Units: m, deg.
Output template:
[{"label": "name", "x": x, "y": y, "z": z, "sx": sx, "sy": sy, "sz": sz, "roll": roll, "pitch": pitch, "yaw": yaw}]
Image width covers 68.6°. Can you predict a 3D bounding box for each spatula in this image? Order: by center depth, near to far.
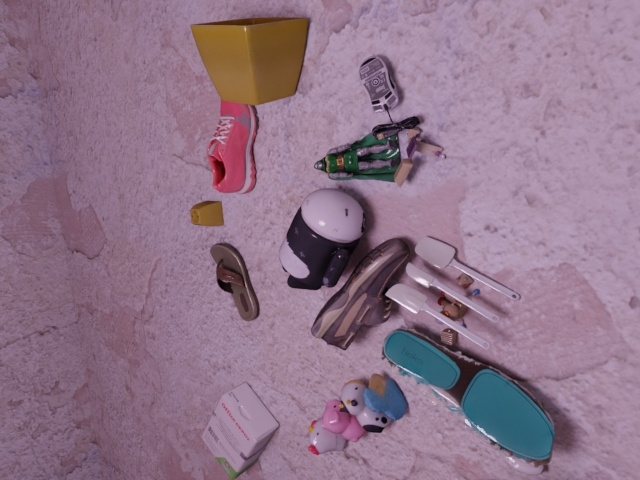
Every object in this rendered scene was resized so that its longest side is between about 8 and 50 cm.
[{"label": "spatula", "x": 0.283, "y": 0.108, "z": 1.000, "sx": 0.242, "sy": 0.019, "sz": 0.168, "roll": 31, "pitch": 77, "yaw": 27}]

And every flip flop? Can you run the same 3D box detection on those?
[{"label": "flip flop", "x": -0.289, "y": 0.137, "z": 1.520, "sx": 0.112, "sy": 0.080, "sz": 0.277, "roll": -28, "pitch": 83, "yaw": 41}]

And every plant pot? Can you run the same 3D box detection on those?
[{"label": "plant pot", "x": -0.171, "y": -0.457, "z": 1.195, "sx": 0.212, "sy": 0.212, "sz": 0.187, "roll": 20, "pitch": 126, "yaw": 35}, {"label": "plant pot", "x": -0.378, "y": -0.084, "z": 1.538, "sx": 0.081, "sy": 0.083, "sz": 0.081, "roll": 7, "pitch": 105, "yaw": 40}]

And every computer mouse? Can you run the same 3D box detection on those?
[{"label": "computer mouse", "x": 0.143, "y": -0.321, "z": 1.048, "sx": 0.106, "sy": 0.042, "sz": 0.193, "roll": -22, "pitch": 78, "yaw": 27}]

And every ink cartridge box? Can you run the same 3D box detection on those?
[{"label": "ink cartridge box", "x": -0.284, "y": 0.660, "z": 1.628, "sx": 0.198, "sy": 0.114, "sz": 0.273, "roll": 44, "pitch": 126, "yaw": 23}]

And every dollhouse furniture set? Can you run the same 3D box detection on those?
[{"label": "dollhouse furniture set", "x": 0.217, "y": -0.175, "z": 1.042, "sx": 0.081, "sy": 0.091, "sz": 0.114, "roll": 15, "pitch": 129, "yaw": -11}]

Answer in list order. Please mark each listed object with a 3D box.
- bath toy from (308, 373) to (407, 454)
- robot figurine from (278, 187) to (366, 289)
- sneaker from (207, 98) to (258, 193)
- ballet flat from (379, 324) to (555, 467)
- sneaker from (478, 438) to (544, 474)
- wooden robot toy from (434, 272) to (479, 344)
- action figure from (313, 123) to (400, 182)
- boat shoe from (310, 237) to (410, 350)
[{"label": "bath toy", "x": 0.070, "y": 0.485, "z": 1.271, "sx": 0.151, "sy": 0.129, "sz": 0.348, "roll": 54, "pitch": 130, "yaw": 16}, {"label": "robot figurine", "x": 0.003, "y": 0.002, "z": 1.178, "sx": 0.209, "sy": 0.173, "sz": 0.278, "roll": 38, "pitch": 124, "yaw": 15}, {"label": "sneaker", "x": -0.262, "y": -0.284, "z": 1.351, "sx": 0.116, "sy": 0.136, "sz": 0.314, "roll": 9, "pitch": 107, "yaw": 38}, {"label": "ballet flat", "x": 0.315, "y": 0.325, "z": 1.030, "sx": 0.409, "sy": 0.147, "sz": 0.147, "roll": 33, "pitch": 121, "yaw": 33}, {"label": "sneaker", "x": 0.412, "y": 0.442, "z": 1.016, "sx": 0.152, "sy": 0.053, "sz": 0.061, "roll": 31, "pitch": 117, "yaw": 32}, {"label": "wooden robot toy", "x": 0.283, "y": 0.155, "z": 1.035, "sx": 0.076, "sy": 0.079, "sz": 0.173, "roll": 28, "pitch": 117, "yaw": 32}, {"label": "action figure", "x": 0.079, "y": -0.193, "z": 1.133, "sx": 0.232, "sy": 0.063, "sz": 0.137, "roll": -3, "pitch": 92, "yaw": 40}, {"label": "boat shoe", "x": 0.117, "y": 0.140, "z": 1.164, "sx": 0.130, "sy": 0.132, "sz": 0.355, "roll": 37, "pitch": 122, "yaw": -2}]
